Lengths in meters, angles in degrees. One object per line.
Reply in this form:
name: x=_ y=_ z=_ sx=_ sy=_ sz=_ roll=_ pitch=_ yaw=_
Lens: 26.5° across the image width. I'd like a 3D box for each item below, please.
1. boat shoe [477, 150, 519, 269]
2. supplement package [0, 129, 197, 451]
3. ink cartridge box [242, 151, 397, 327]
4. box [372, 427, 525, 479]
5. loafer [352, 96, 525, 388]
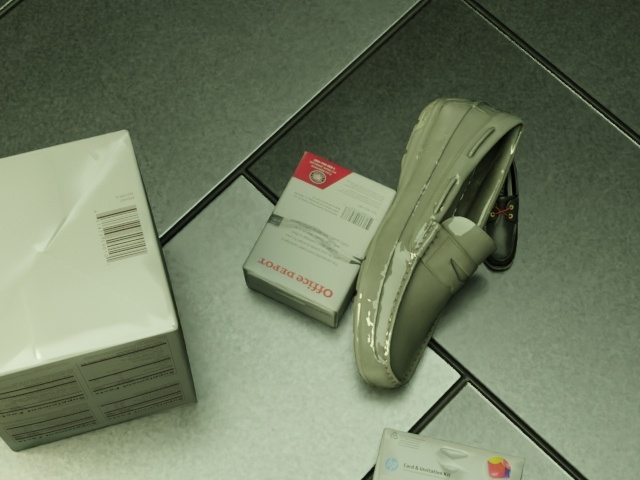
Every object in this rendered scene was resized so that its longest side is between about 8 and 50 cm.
boat shoe: x=0.187 y=-0.035 z=1.449 sx=0.049 sy=0.042 sz=0.133 roll=1 pitch=70 yaw=-2
supplement package: x=-0.240 y=0.056 z=1.288 sx=0.198 sy=0.263 sz=0.199 roll=-14 pitch=70 yaw=-7
ink cartridge box: x=0.000 y=0.000 z=1.420 sx=0.109 sy=0.063 sz=0.150 roll=25 pitch=71 yaw=8
box: x=0.112 y=0.289 z=1.324 sx=0.145 sy=0.038 sz=0.186 roll=12 pitch=70 yaw=3
loafer: x=0.121 y=0.001 z=1.380 sx=0.111 sy=0.112 sz=0.319 roll=10 pitch=74 yaw=30
